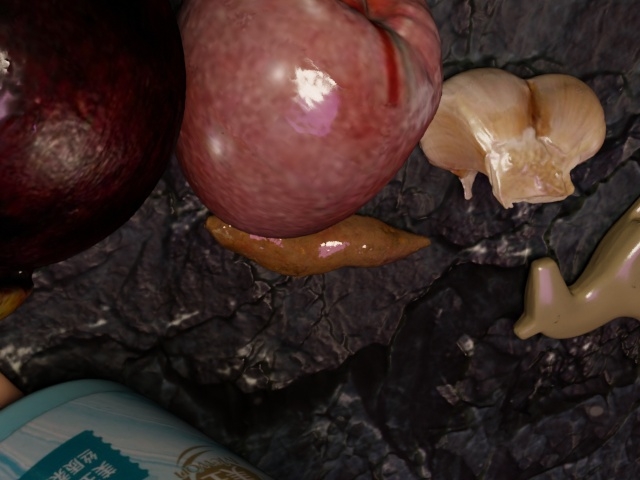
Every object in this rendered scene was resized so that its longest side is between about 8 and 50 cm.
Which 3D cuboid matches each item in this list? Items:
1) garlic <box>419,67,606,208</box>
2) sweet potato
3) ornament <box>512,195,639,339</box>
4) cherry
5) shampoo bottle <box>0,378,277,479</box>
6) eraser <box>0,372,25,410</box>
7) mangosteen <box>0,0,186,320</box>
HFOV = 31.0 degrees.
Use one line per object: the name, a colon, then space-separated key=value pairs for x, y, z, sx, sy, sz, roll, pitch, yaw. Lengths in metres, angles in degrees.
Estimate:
garlic: x=0.176 y=-0.098 z=1.047 sx=0.174 sy=0.099 sz=0.124 roll=-9 pitch=100 yaw=-18
sweet potato: x=-0.001 y=0.003 z=1.059 sx=0.218 sy=0.051 sz=0.065 roll=6 pitch=112 yaw=-20
ornament: x=0.328 y=0.035 z=1.178 sx=0.230 sy=0.061 sz=0.245 roll=31 pitch=101 yaw=-27
cherry: x=-0.015 y=-0.130 z=0.878 sx=0.213 sy=0.236 sz=0.285 roll=37 pitch=138 yaw=1
shampoo bottle: x=-0.141 y=0.329 z=0.954 sx=0.331 sy=0.343 sz=0.331 roll=-35 pitch=139 yaw=-37
eraser: x=-0.385 y=0.131 z=0.983 sx=0.171 sy=0.087 sz=0.290 roll=-35 pitch=121 yaw=4
mangosteen: x=-0.251 y=-0.086 z=0.743 sx=0.307 sy=0.307 sz=0.347 roll=32 pitch=90 yaw=-29
